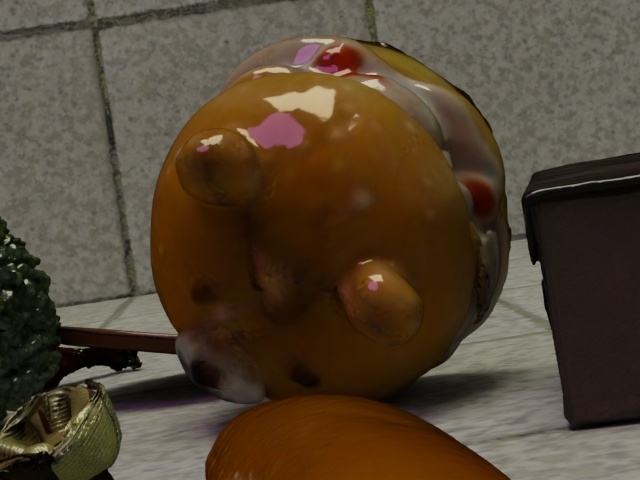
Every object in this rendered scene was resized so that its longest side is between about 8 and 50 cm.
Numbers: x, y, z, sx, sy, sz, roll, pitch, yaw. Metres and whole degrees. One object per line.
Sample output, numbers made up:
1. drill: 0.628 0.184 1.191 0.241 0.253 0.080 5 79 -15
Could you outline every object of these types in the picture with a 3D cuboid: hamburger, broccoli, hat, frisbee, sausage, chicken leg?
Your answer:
1. hamburger: 0.000 0.000 1.164 0.276 0.276 0.237 -8 14 19
2. broccoli: -0.351 0.069 1.269 0.245 0.288 0.248 -31 33 30
3. hat: -0.151 0.126 0.948 0.077 0.059 0.076 -18 30 34
4. frisbee: -0.115 0.092 1.426 0.250 0.021 0.251 5 -5 0
5. sausage: 0.011 0.101 0.577 0.098 0.098 0.238 -9 4 -12
6. chicken leg: -0.295 0.127 1.586 0.253 0.051 0.106 -6 -4 -19

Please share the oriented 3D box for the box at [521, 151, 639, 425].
1. box: 0.233 0.019 1.044 0.188 0.153 0.252 -10 3 8
